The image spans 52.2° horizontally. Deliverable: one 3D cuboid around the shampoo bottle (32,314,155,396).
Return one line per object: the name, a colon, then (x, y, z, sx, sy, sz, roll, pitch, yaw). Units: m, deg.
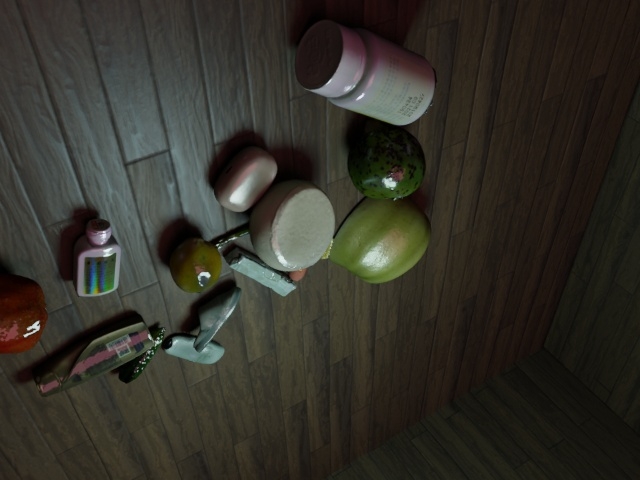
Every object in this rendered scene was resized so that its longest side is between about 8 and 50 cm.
shampoo bottle: (-0.676, 0.347, 1.950, 0.350, 0.084, 0.126, -27, 122, -17)

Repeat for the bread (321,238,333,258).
bread: (0.000, 0.000, 2.197, 0.035, 0.094, 0.090, -10, 134, -33)

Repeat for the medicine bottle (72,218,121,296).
medicine bottle: (-0.596, 0.046, 1.744, 0.115, 0.078, 0.219, -9, 131, -32)

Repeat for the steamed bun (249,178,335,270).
steamed bun: (-0.101, -0.050, 1.982, 0.282, 0.177, 0.283, -14, 110, -43)

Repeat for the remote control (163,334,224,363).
remote control: (-0.426, 0.376, 2.226, 0.256, 0.045, 0.097, 24, 109, -47)

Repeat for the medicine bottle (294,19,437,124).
medicine bottle: (0.129, -0.454, 1.786, 0.378, 0.213, 0.214, 8, 120, -44)

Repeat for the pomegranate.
pomegranate: (0.203, -0.255, 2.034, 0.254, 0.271, 0.254, -18, 171, -3)

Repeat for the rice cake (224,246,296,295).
rice cake: (-0.190, 0.109, 2.165, 0.066, 0.063, 0.336, -40, 144, 13)

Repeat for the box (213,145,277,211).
box: (-0.213, -0.173, 1.856, 0.200, 0.088, 0.146, -49, 140, 10)

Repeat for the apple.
apple: (0.221, -0.005, 2.387, 0.320, 0.312, 0.360, 42, 94, -7)

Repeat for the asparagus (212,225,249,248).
asparagus: (-0.249, -0.018, 2.021, 0.236, 0.027, 0.034, -25, 128, -21)

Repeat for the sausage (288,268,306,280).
sausage: (-0.069, 0.069, 2.227, 0.062, 0.062, 0.154, -7, 130, -36)

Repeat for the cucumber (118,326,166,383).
cucumber: (-0.565, 0.362, 2.081, 0.227, 0.069, 0.069, -52, 141, 5)

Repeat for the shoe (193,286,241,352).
shoe: (-0.355, 0.245, 2.137, 0.100, 0.103, 0.251, 33, 88, -7)

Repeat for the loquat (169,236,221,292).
loquat: (-0.365, 0.069, 1.914, 0.152, 0.152, 0.195, -19, 127, -26)

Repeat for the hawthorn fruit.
hawthorn fruit: (-0.806, 0.182, 1.597, 0.253, 0.205, 0.205, -2, 127, -34)
